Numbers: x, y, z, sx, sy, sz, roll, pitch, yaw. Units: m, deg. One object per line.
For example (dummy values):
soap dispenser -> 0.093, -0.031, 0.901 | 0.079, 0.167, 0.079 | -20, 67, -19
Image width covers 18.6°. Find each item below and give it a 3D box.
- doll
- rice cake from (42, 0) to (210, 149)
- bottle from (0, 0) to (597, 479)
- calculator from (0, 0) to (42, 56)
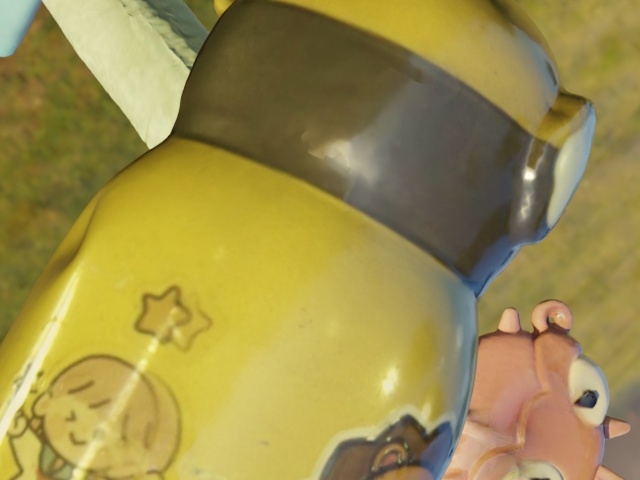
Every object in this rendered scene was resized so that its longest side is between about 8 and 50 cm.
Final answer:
doll -> 0.142, 0.169, 1.542 | 0.262, 0.211, 0.093 | -61, -167, -10
rice cake -> -0.088, -0.099, 1.149 | 0.063, 0.336, 0.066 | -8, 139, -38
bottle -> -0.031, 0.052, 0.708 | 0.351, 0.171, 0.171 | -62, 173, -8
calculator -> -0.306, -0.242, 1.631 | 0.293, 0.173, 0.051 | 130, -31, -56
